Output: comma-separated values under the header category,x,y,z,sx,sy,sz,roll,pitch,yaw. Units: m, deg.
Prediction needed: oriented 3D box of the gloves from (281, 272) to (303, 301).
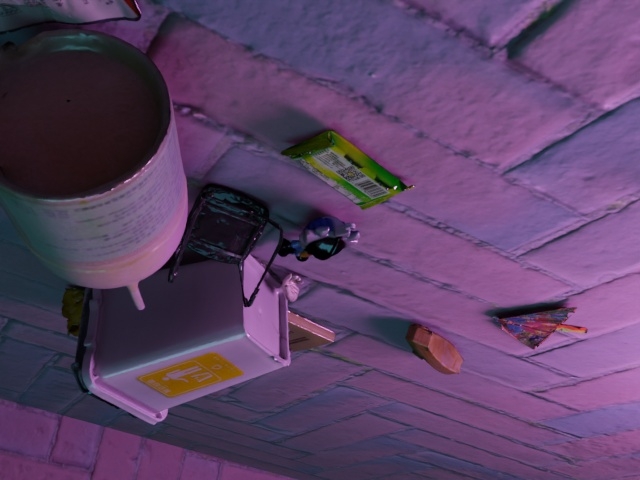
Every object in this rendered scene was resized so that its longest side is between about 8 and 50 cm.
category,x,y,z,sx,sy,sz,roll,pitch,yaw
gloves,-0.056,0.093,1.436,0.037,0.044,0.081,22,131,6

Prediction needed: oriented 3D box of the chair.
category,x,y,z,sx,sy,sz,roll,pitch,yaw
chair,-0.159,-0.016,1.216,0.140,0.221,0.145,21,108,-18

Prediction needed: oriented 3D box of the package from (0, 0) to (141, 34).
category,x,y,z,sx,sy,sz,roll,pitch,yaw
package,-0.330,-0.292,0.831,0.231,0.040,0.166,-5,152,12

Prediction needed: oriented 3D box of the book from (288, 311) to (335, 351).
category,x,y,z,sx,sy,sz,roll,pitch,yaw
book,-0.102,0.185,1.645,0.231,0.026,0.161,29,148,-31

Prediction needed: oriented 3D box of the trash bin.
category,x,y,z,sx,sy,sz,roll,pitch,yaw
trash bin,-0.257,0.157,1.445,0.367,0.296,0.256,-17,142,19

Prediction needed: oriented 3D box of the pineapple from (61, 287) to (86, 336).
category,x,y,z,sx,sy,sz,roll,pitch,yaw
pineapple,-0.462,0.205,1.698,0.249,0.140,0.164,12,154,-8

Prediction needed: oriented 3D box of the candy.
category,x,y,z,sx,sy,sz,roll,pitch,yaw
candy,0.040,-0.097,1.063,0.178,0.032,0.102,31,150,-36

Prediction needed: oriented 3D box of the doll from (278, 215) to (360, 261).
category,x,y,z,sx,sy,sz,roll,pitch,yaw
doll,0.000,0.000,1.221,0.096,0.070,0.195,8,164,-30

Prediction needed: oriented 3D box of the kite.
category,x,y,z,sx,sy,sz,roll,pitch,yaw
kite,0.415,0.165,1.439,0.183,0.014,0.241,6,152,3

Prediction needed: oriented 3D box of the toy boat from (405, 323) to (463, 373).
category,x,y,z,sx,sy,sz,roll,pitch,yaw
toy boat,0.234,0.233,1.580,0.072,0.064,0.206,8,156,37

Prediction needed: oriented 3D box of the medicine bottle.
category,x,y,z,sx,sy,sz,roll,pitch,yaw
medicine bottle,-0.300,-0.065,1.021,0.235,0.236,0.406,11,156,0
